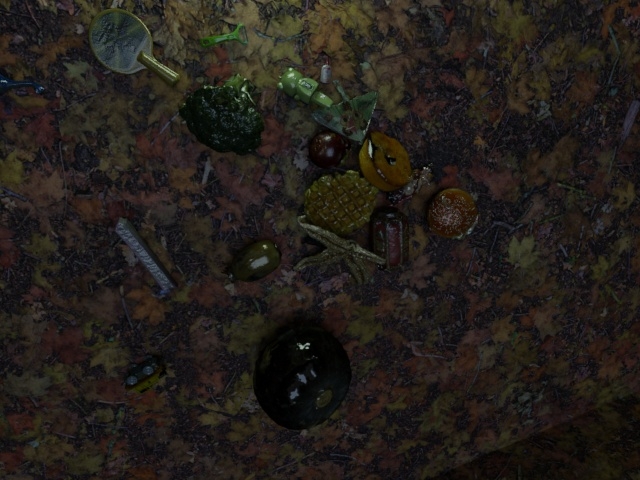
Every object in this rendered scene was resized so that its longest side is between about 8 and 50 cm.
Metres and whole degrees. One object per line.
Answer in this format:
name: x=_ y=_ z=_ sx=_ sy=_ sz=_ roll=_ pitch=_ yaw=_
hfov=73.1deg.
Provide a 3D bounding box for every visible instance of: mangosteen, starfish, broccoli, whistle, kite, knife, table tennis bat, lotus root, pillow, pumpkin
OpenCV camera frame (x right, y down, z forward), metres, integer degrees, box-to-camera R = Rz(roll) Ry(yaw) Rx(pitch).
mangosteen: x=0.042 y=-0.337 z=1.685 sx=0.181 sy=0.155 sz=0.146 roll=41 pitch=62 yaw=-39
starfish: x=0.050 y=0.062 z=1.815 sx=0.431 sy=0.083 sz=0.324 roll=20 pitch=141 yaw=-17
broccoli: x=-0.318 y=-0.440 z=1.509 sx=0.303 sy=0.321 sz=0.284 roll=30 pitch=71 yaw=-31
whistle: x=-0.055 y=-0.553 z=1.592 sx=0.227 sy=0.085 sz=0.105 roll=29 pitch=75 yaw=-2
kite: x=0.109 y=-0.492 z=1.657 sx=0.322 sy=0.013 sz=0.268 roll=-22 pitch=92 yaw=-17
knife: x=-0.341 y=-0.715 z=1.521 sx=0.166 sy=0.022 sz=0.078 roll=-15 pitch=107 yaw=-8
table tennis bat: x=-0.630 y=-0.640 z=1.475 sx=0.320 sy=0.050 sz=0.199 roll=34 pitch=98 yaw=-17
lotus root: x=-0.287 y=0.099 z=1.772 sx=0.277 sy=0.154 sz=0.154 roll=-25 pitch=113 yaw=3
pillow: x=0.000 y=-0.001 z=1.839 sx=0.149 sy=0.090 sz=0.048 roll=13 pitch=65 yaw=-19
pumpkin: x=-0.079 y=0.595 z=1.891 sx=0.453 sy=0.343 sz=0.456 roll=-14 pitch=115 yaw=-33

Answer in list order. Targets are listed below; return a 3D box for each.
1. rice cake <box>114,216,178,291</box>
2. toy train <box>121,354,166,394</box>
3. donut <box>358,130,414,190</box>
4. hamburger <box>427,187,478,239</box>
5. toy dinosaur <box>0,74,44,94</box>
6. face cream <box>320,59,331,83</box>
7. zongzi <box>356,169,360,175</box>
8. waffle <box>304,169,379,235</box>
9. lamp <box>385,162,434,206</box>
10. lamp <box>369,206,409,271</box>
rice cake: x=-0.689 y=0.065 z=1.708 sx=0.056 sy=0.073 sz=0.365 roll=-30 pitch=116 yaw=-3
toy train: x=-0.756 y=0.585 z=1.877 sx=0.219 sy=0.089 sz=0.127 roll=-31 pitch=124 yaw=-1
donut: x=0.258 y=-0.310 z=1.696 sx=0.253 sy=0.254 sz=0.118 roll=33 pitch=144 yaw=-21
hamburger: x=0.572 y=-0.117 z=1.879 sx=0.236 sy=0.147 sz=0.237 roll=-3 pitch=107 yaw=-11
toy dinosaur: x=-1.068 y=-0.555 z=1.408 sx=0.188 sy=0.075 sz=0.248 roll=-34 pitch=108 yaw=-9
face cream: x=0.022 y=-0.637 z=1.631 sx=0.039 sy=0.021 sz=0.084 roll=1 pitch=109 yaw=-14
zongzi: x=0.111 y=-0.242 z=1.784 sx=0.103 sy=0.052 sz=0.114 roll=4 pitch=99 yaw=-15
waffle: x=0.077 y=-0.150 z=1.758 sx=0.301 sy=0.068 sz=0.325 roll=7 pitch=126 yaw=-11
lamp: x=0.386 y=-0.241 z=1.811 sx=0.253 sy=0.118 sz=0.119 roll=-24 pitch=113 yaw=-2
lamp: x=0.292 y=-0.004 z=1.848 sx=0.176 sy=0.177 sz=0.274 roll=-7 pitch=112 yaw=-10
